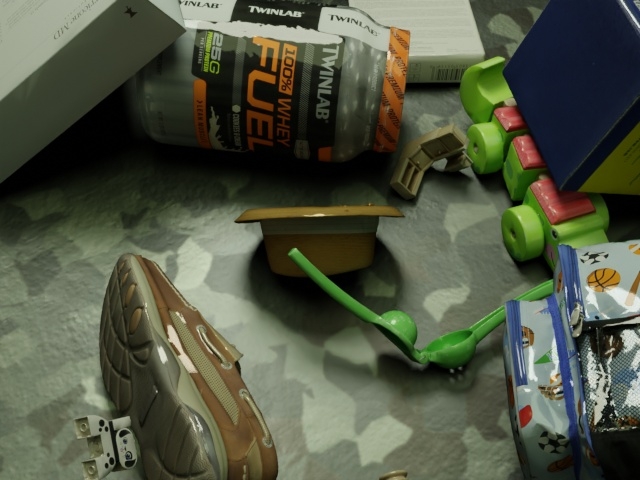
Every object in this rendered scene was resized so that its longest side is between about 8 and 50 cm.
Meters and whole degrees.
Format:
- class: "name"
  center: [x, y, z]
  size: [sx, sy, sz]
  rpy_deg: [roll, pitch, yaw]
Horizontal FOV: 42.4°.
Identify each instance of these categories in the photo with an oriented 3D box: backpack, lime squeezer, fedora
- class: "backpack"
  center: [0.283, 0.134, 0.790]
  size: [0.213, 0.277, 0.264]
  rpy_deg: [2, 52, 16]
- class: "lime squeezer"
  center: [0.111, 0.082, 0.890]
  size: [0.310, 0.110, 0.059]
  rpy_deg: [8, 14, -13]
- class: "fedora"
  center: [0.000, 0.000, 0.940]
  size: [0.194, 0.194, 0.079]
  rpy_deg: [-2, 91, -3]

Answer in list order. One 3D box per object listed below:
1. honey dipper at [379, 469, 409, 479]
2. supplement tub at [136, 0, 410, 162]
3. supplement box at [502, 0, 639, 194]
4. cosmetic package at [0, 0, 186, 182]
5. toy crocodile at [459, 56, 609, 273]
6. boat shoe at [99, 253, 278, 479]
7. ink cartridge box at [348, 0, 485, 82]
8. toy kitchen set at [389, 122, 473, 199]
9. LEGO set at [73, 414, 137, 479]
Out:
- class: "honey dipper"
  center: [0.090, 0.302, 0.791]
  size: [0.030, 0.030, 0.161]
  rpy_deg: [-10, 59, -8]
- class: "supplement tub"
  center: [-0.053, -0.201, 1.027]
  size: [0.315, 0.194, 0.194]
  rpy_deg: [6, 56, 3]
- class: "supplement box"
  center: [0.434, -0.183, 0.967]
  size: [0.356, 0.195, 0.194]
  rpy_deg: [1, 54, -24]
- class: "cosmetic package"
  center: [-0.350, -0.259, 1.001]
  size: [0.377, 0.097, 0.285]
  rpy_deg: [-32, 53, 21]
- class: "toy crocodile"
  center: [0.265, -0.081, 1.007]
  size: [0.115, 0.105, 0.341]
  rpy_deg: [-12, 58, -9]
- class: "boat shoe"
  center: [-0.143, 0.141, 0.857]
  size: [0.116, 0.123, 0.324]
  rpy_deg: [7, 38, -38]
- class: "ink cartridge box"
  center: [0.131, -0.314, 1.201]
  size: [0.180, 0.056, 0.225]
  rpy_deg: [-2, 46, -2]
- class: "toy kitchen set"
  center: [0.148, -0.088, 1.036]
  size: [0.068, 0.083, 0.075]
  rpy_deg: [40, 54, -25]
- class: "LEGO set"
  center: [-0.190, 0.274, 0.769]
  size: [0.087, 0.093, 0.227]
  rpy_deg: [-17, 82, 28]
